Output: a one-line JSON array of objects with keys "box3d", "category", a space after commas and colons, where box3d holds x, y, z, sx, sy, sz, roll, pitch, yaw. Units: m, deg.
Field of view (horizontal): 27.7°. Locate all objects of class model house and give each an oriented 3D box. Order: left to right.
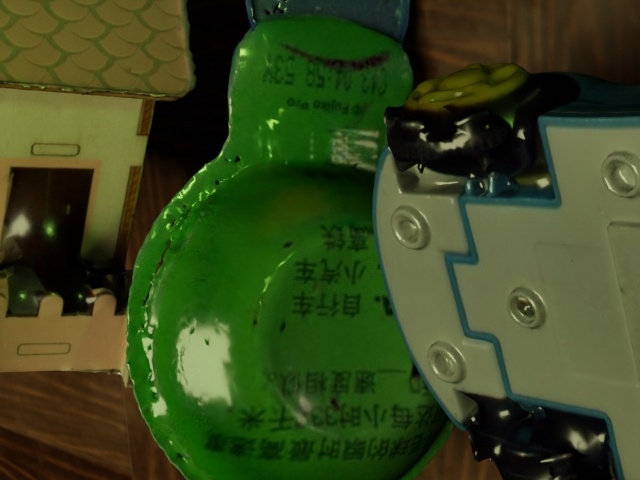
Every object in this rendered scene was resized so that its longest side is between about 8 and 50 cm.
[{"box3d": [-0.177, -0.108, 0.714, 0.326, 0.169, 0.244, -118, 40, -52], "category": "model house"}]

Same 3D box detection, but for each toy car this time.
[{"box3d": [0.161, 0.008, 0.533, 0.314, 0.166, 0.198, 4, 116, 49], "category": "toy car"}]

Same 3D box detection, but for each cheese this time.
[{"box3d": [0.000, 0.000, 0.668, 0.083, 0.203, 0.321, -4, 83, 64], "category": "cheese"}]
